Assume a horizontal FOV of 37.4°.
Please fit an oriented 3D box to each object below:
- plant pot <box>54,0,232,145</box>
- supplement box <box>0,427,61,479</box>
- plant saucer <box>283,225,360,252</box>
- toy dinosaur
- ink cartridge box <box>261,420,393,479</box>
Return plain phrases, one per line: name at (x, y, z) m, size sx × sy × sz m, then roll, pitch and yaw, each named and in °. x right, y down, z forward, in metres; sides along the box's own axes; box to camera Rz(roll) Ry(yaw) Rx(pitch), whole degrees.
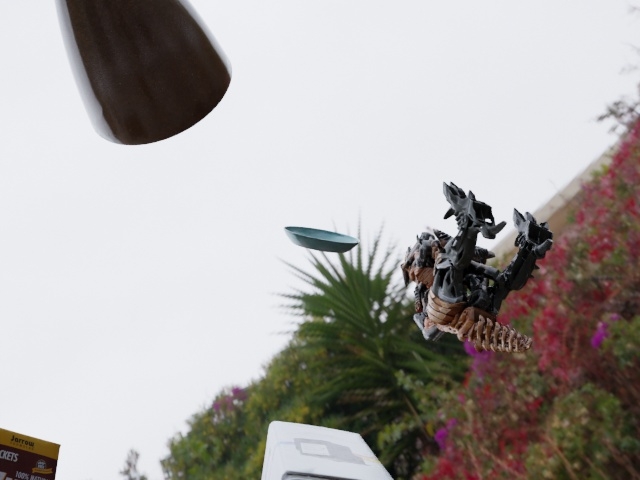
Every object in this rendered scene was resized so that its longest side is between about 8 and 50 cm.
plant pot at (-0.255, -0.282, 1.251) m, size 0.215 × 0.215 × 0.230 m, roll -27°, pitch -43°, yaw -4°
supplement box at (-0.454, 0.352, 1.204) m, size 0.191 × 0.194 × 0.129 m, roll -17°, pitch -32°, yaw 32°
plant saucer at (0.000, 0.000, 1.441) m, size 0.119 × 0.119 × 0.021 m, roll 7°, pitch -82°, yaw -25°
toy dinosaur at (0.209, 0.058, 1.279) m, size 0.164 × 0.322 × 0.218 m, roll 11°, pitch -69°, yaw -42°
ink cartridge box at (-0.005, 0.200, 0.624) m, size 0.072 × 0.175 × 0.128 m, roll 9°, pitch -92°, yaw -5°
